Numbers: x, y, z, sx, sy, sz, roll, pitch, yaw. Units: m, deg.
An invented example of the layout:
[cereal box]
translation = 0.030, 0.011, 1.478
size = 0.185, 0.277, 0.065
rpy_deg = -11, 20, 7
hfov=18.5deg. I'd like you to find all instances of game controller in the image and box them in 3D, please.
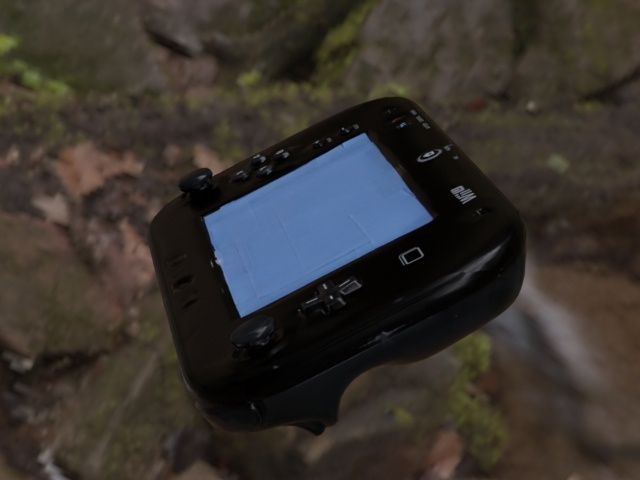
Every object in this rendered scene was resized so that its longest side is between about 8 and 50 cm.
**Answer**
[game controller]
translation = 0.000, 0.000, 0.974
size = 0.067, 0.166, 0.319
rpy_deg = 54, 2, -19
